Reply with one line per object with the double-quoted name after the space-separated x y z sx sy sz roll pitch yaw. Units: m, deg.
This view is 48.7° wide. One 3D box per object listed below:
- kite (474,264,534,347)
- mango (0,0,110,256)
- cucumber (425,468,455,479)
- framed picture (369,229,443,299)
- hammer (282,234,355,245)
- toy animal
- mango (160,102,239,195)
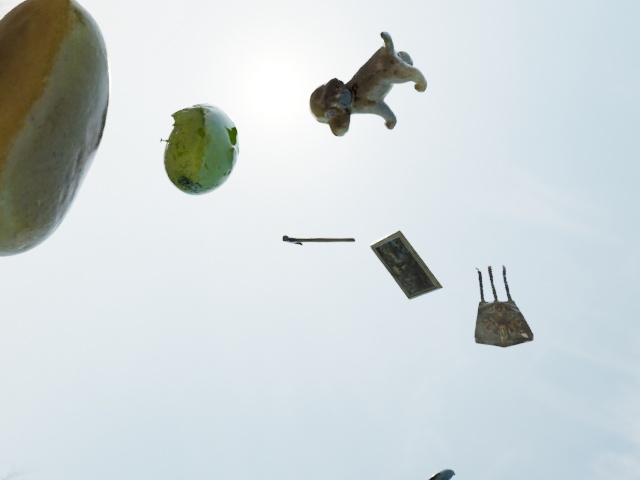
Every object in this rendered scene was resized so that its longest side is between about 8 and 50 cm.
0.435 0.157 1.737 0.141 0.015 0.245 -1 -131 1 "kite"
-0.285 -0.106 0.673 0.130 0.167 0.262 29 -86 10 "mango"
0.212 0.500 1.416 0.036 0.184 0.033 -11 -83 44 "cucumber"
0.215 0.067 1.808 0.011 0.183 0.142 -40 -174 -34 "framed picture"
0.000 0.000 1.709 0.182 0.062 0.017 0 -100 26 "hammer"
0.095 -0.295 1.409 0.233 0.168 0.121 -40 -136 27 "toy animal"
-0.163 -0.134 0.996 0.178 0.100 0.119 -81 -176 -57 "mango"
